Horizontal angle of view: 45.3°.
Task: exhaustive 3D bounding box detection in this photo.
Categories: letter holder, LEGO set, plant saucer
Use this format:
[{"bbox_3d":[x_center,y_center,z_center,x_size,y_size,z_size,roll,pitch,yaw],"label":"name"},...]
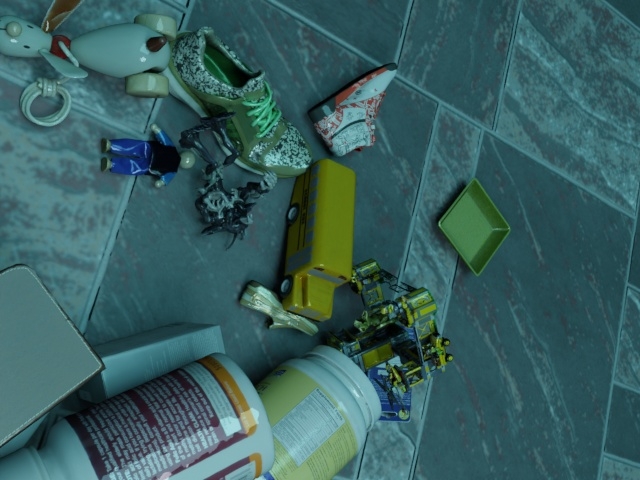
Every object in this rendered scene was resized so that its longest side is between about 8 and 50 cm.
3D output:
[{"bbox_3d":[-0.515,0.196,1.122,0.302,0.152,0.214,-39,100,-29],"label":"letter holder"},{"bbox_3d":[0.105,0.193,1.612,0.192,0.331,0.254,-22,120,-18],"label":"LEGO set"},{"bbox_3d":[0.388,-0.034,1.991,0.188,0.045,0.188,51,61,-19],"label":"plant saucer"}]

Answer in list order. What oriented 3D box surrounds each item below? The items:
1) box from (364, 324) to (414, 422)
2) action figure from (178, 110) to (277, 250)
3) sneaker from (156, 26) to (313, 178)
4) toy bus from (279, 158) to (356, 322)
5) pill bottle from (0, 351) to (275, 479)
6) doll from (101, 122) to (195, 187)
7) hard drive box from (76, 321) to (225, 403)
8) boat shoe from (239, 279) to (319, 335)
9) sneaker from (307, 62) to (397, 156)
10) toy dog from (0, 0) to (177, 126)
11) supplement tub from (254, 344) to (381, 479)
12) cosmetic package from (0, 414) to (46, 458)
[{"bbox_3d":[0.157,0.310,1.803,0.137,0.037,0.225,11,77,-32],"label":"box"},{"bbox_3d":[-0.185,-0.108,1.541,0.164,0.141,0.275,-33,117,-35],"label":"action figure"},{"bbox_3d":[-0.153,-0.278,1.573,0.410,0.182,0.158,40,65,-24],"label":"sneaker"},{"bbox_3d":[0.000,0.000,1.655,0.108,0.130,0.332,23,56,-31],"label":"toy bus"},{"bbox_3d":[-0.291,0.351,1.215,0.392,0.224,0.223,-21,97,-27],"label":"pill bottle"},{"bbox_3d":[-0.335,-0.169,1.522,0.189,0.046,0.128,2,85,-33],"label":"doll"},{"bbox_3d":[-0.317,0.221,1.412,0.232,0.181,0.089,-13,93,-33],"label":"hard drive box"},{"bbox_3d":[-0.091,0.161,1.646,0.190,0.068,0.072,35,79,-16],"label":"boat shoe"},{"bbox_3d":[0.102,-0.302,1.805,0.270,0.090,0.145,-38,106,-27],"label":"sneaker"},{"bbox_3d":[-0.406,-0.352,1.392,0.334,0.161,0.220,-19,93,-22],"label":"toy dog"},{"bbox_3d":[-0.061,0.386,1.527,0.331,0.241,0.241,-37,105,-31],"label":"supplement tub"},{"bbox_3d":[-0.579,0.287,1.246,0.197,0.155,0.365,41,66,-20],"label":"cosmetic package"}]
